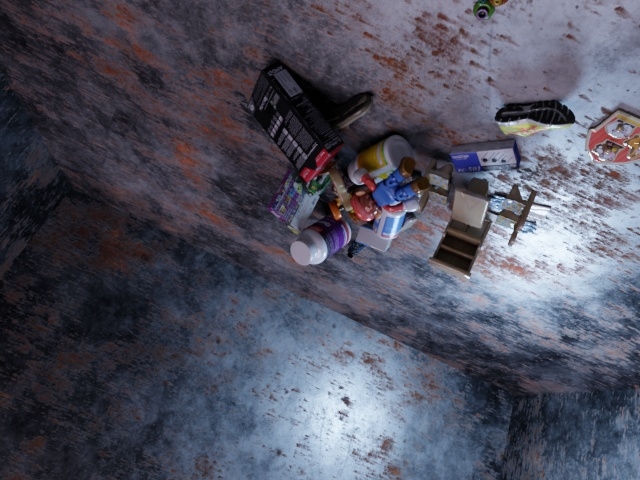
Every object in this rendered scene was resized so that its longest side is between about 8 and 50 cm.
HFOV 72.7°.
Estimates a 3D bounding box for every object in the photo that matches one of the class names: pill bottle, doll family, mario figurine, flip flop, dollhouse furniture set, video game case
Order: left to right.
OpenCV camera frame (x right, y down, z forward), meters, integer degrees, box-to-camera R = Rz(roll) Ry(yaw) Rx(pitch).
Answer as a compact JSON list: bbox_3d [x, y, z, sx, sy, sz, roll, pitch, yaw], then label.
[{"bbox_3d":[-0.122,-0.179,2.032,0.042,0.232,0.210,-2,145,46],"label":"video game case"},{"bbox_3d":[0.000,0.000,2.137,0.181,0.323,0.181,17,121,30],"label":"pill bottle"},{"bbox_3d":[0.086,-0.429,1.537,0.080,0.112,0.277,25,154,-37],"label":"flip flop"},{"bbox_3d":[0.143,-0.171,1.947,0.263,0.118,0.163,38,149,-22],"label":"doll family"},{"bbox_3d":[0.216,-0.290,1.633,0.136,0.136,0.246,36,152,-24],"label":"pill bottle"},{"bbox_3d":[0.235,-0.185,1.549,0.170,0.198,0.320,1,163,-37],"label":"mario figurine"},{"bbox_3d":[0.305,-0.118,1.883,0.124,0.124,0.221,20,141,10],"label":"pill bottle"},{"bbox_3d":[0.529,-0.050,1.605,0.362,0.256,0.394,23,165,21],"label":"dollhouse furniture set"}]

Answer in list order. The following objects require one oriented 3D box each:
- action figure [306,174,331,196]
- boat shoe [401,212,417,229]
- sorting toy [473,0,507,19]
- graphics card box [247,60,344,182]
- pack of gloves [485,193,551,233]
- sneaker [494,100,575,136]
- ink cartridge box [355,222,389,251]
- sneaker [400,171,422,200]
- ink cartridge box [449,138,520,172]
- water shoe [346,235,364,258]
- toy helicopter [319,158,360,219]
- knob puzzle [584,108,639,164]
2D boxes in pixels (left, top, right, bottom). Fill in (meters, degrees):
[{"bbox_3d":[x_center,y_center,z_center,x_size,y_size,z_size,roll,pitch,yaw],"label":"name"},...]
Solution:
[{"bbox_3d":[-0.017,-0.264,1.969,0.137,0.063,0.232,36,151,3],"label":"action figure"},{"bbox_3d":[0.380,-0.087,2.001,0.206,0.075,0.065,122,126,-70],"label":"boat shoe"},{"bbox_3d":[0.403,-0.566,1.045,0.061,0.042,0.102,30,154,-13],"label":"sorting toy"},{"bbox_3d":[-0.097,-0.415,1.559,0.371,0.094,0.233,50,153,0],"label":"graphics card box"},{"bbox_3d":[0.733,-0.088,1.683,0.232,0.046,0.195,17,155,15],"label":"pack of gloves"},{"bbox_3d":[0.622,-0.343,1.261,0.208,0.081,0.094,13,160,36],"label":"sneaker"},{"bbox_3d":[0.261,-0.019,2.068,0.148,0.086,0.203,19,-169,11],"label":"ink cartridge box"},{"bbox_3d":[0.355,-0.230,1.735,0.089,0.051,0.170,15,149,19],"label":"sneaker"},{"bbox_3d":[0.552,-0.280,1.465,0.207,0.046,0.097,2,146,39],"label":"ink cartridge box"},{"bbox_3d":[0.198,0.043,2.359,0.073,0.080,0.203,25,155,-2],"label":"water shoe"},{"bbox_3d":[0.070,-0.229,1.704,0.140,0.235,0.355,-23,173,4],"label":"toy helicopter"},{"bbox_3d":[0.853,-0.271,1.242,0.213,0.030,0.213,19,155,10],"label":"knob puzzle"}]
